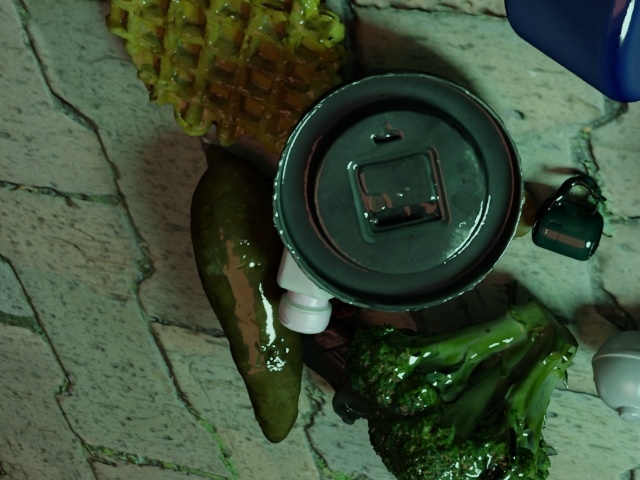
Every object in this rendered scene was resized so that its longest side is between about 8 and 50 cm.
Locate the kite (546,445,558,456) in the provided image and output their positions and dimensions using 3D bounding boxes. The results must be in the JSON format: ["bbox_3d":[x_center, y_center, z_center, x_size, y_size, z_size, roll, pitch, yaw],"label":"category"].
[{"bbox_3d":[0.203,0.285,1.992,0.250,0.229,0.012,0,136,-23],"label":"kite"}]

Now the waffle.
[{"bbox_3d":[-0.106,-0.236,1.746,0.302,0.068,0.325,-10,127,38],"label":"waffle"}]

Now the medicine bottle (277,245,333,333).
[{"bbox_3d":[0.000,0.000,1.818,0.078,0.115,0.219,17,108,14],"label":"medicine bottle"}]

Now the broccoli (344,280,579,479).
[{"bbox_3d":[0.183,0.189,1.865,0.304,0.321,0.283,46,104,7],"label":"broccoli"}]

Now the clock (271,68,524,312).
[{"bbox_3d":[0.085,-0.058,1.707,0.281,0.055,0.280,0,108,0],"label":"clock"}]

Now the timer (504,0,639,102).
[{"bbox_3d":[0.177,-0.317,1.381,0.384,0.270,0.270,29,141,24],"label":"timer"}]

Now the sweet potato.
[{"bbox_3d":[-0.082,0.082,1.944,0.131,0.130,0.422,0,112,32],"label":"sweet potato"}]

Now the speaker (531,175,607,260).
[{"bbox_3d":[0.282,-0.025,1.723,0.075,0.060,0.094,19,138,13],"label":"speaker"}]

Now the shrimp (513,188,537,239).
[{"bbox_3d":[0.172,-0.026,1.803,0.184,0.043,0.091,-9,129,36],"label":"shrimp"}]

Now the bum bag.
[{"bbox_3d":[0.005,0.146,2.051,0.326,0.079,0.142,44,135,-12],"label":"bum bag"}]

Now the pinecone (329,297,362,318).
[{"bbox_3d":[0.021,0.040,1.929,0.102,0.102,0.109,-4,101,34],"label":"pinecone"}]

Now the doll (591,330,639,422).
[{"bbox_3d":[0.437,0.153,1.748,0.287,0.151,0.151,-4,128,38],"label":"doll"}]
